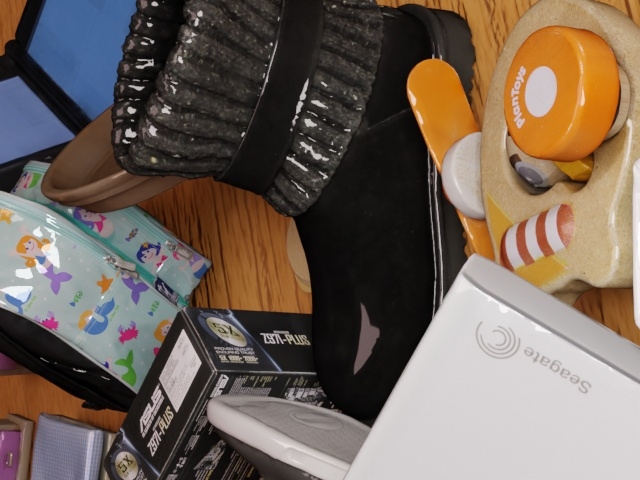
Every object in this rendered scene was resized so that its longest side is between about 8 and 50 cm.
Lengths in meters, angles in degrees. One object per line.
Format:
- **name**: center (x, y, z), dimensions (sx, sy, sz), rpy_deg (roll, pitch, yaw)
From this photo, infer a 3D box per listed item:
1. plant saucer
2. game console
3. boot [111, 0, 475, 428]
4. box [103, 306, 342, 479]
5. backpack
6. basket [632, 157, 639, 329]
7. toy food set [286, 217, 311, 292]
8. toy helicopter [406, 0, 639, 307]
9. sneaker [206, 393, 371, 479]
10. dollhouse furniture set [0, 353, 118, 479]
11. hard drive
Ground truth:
- **plant saucer**: center (-0.110, -0.107, 1.553), dimensions (0.278, 0.278, 0.041), rpy_deg (-5, 123, 55)
- **game console**: center (-0.305, -0.180, 1.879), dimensions (0.293, 0.250, 0.173), rpy_deg (43, 146, 49)
- **boot**: center (-0.029, -0.032, 1.372), dimensions (0.131, 0.260, 0.348), rpy_deg (-2, 84, 55)
- **box**: center (-0.072, 0.147, 1.511), dimensions (0.077, 0.147, 0.180), rpy_deg (58, 131, 41)
- **backpack**: center (-0.241, 0.034, 1.680), dimensions (0.225, 0.253, 0.191), rpy_deg (11, 75, 56)
- **basket**: center (0.274, -0.001, 1.073), dimensions (0.167, 0.103, 0.113), rpy_deg (-10, 78, 54)
- **toy food set**: center (0.000, 0.000, 1.538), dimensions (0.082, 0.020, 0.083), rpy_deg (-19, 70, 52)
- **toy helicopter**: center (0.135, 0.011, 1.247), dimensions (0.235, 0.140, 0.355), rpy_deg (26, 108, 57)
- **sneaker**: center (0.022, 0.220, 1.346), dimensions (0.296, 0.104, 0.147), rpy_deg (24, 107, 28)
- **dollhouse furniture set**: center (-0.326, 0.215, 1.822), dimensions (0.303, 0.198, 0.286), rpy_deg (10, 94, 55)
- **hard drive**: center (0.117, 0.210, 1.203), dimensions (0.233, 0.047, 0.353), rpy_deg (31, 118, 7)
